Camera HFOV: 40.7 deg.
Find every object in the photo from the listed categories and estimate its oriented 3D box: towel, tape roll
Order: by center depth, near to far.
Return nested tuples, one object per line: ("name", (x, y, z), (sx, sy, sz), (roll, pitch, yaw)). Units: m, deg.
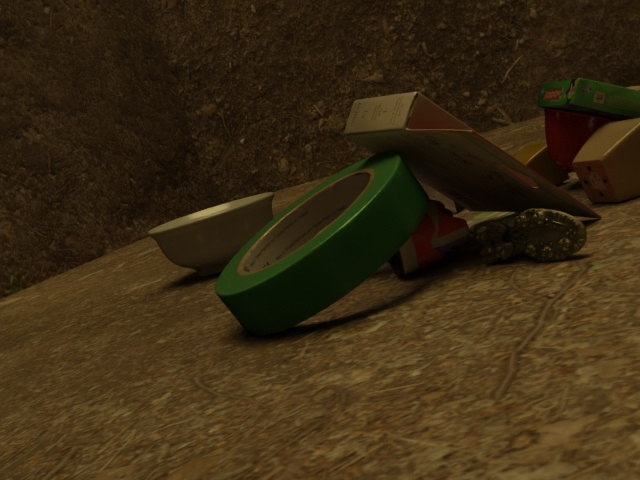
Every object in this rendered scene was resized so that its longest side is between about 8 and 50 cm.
("tape roll", (0.000, 0.000, 1.213), (0.321, 0.077, 0.321), (-35, 13, 9))
("towel", (0.292, -0.039, 1.425), (0.113, 0.023, 0.152), (-20, 8, -25))

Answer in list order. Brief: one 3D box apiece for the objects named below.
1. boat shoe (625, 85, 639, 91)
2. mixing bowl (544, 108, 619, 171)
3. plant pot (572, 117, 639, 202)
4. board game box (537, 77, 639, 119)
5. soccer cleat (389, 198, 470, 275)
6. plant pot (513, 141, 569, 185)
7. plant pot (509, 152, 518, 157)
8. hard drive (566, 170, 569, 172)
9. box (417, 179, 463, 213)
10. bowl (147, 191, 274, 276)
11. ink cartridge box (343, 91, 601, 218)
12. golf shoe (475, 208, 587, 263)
("boat shoe", (0.733, -0.261, 1.754), (0.340, 0.127, 0.158), (-11, 27, 42))
("mixing bowl", (0.475, -0.166, 1.525), (0.181, 0.098, 0.181), (12, 7, -1))
("plant pot", (0.452, -0.113, 1.312), (0.096, 0.109, 0.109), (-32, 12, -15))
("board game box", (0.547, -0.214, 1.448), (0.317, 0.046, 0.213), (12, 8, -2))
("soccer cleat", (0.148, -0.024, 1.349), (0.116, 0.109, 0.318), (-16, 12, 1))
("plant pot", (0.401, -0.129, 1.629), (0.083, 0.081, 0.081), (-34, 13, -22))
("plant pot", (0.391, -0.161, 2.050), (0.236, 0.032, 0.236), (-18, 8, 3))
("hard drive", (0.508, -0.159, 1.797), (0.094, 0.022, 0.135), (-16, 7, 11))
("box", (0.255, -0.117, 1.827), (0.169, 0.087, 0.290), (-12, 9, 33))
("bowl", (-0.227, -0.004, 1.944), (0.297, 0.134, 0.298), (-17, 7, 2))
("ink cartridge box", (0.223, -0.119, 1.239), (0.296, 0.066, 0.261), (26, -12, -35))
("golf shoe", (0.282, -0.012, 1.104), (0.086, 0.069, 0.176), (-15, 6, -31))
